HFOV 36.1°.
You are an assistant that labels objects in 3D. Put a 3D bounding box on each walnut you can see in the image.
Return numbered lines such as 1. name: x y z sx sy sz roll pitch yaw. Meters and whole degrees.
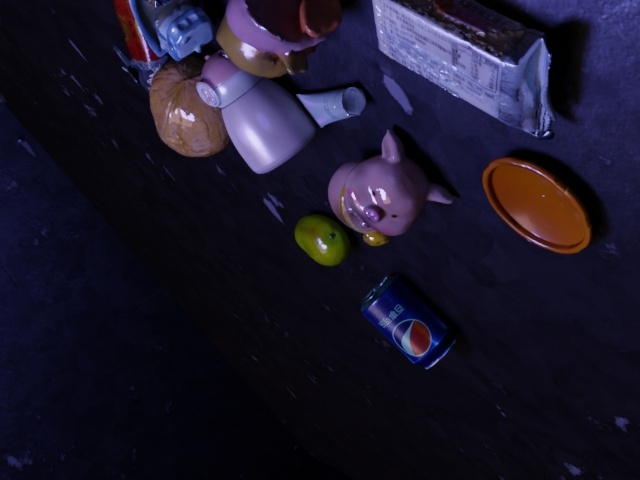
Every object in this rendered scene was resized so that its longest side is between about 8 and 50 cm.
1. walnut: -0.253 -0.271 1.981 0.193 0.193 0.225 37 161 19

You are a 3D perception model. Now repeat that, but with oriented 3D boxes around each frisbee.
1. frisbee: 0.330 -0.058 1.476 0.192 0.035 0.192 37 160 16

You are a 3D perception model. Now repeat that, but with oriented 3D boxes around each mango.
1. mango: -0.002 -0.004 2.168 0.163 0.089 0.117 24 152 46

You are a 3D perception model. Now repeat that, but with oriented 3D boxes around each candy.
1. candy: -0.366 -0.433 2.004 0.086 0.059 0.292 18 134 44

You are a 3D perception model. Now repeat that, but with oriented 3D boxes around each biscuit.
1. biscuit: 0.182 -0.255 1.301 0.309 0.079 0.186 33 160 27

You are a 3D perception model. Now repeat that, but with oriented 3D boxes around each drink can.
1. drink can: 0.190 0.175 2.118 0.205 0.118 0.118 43 161 -2

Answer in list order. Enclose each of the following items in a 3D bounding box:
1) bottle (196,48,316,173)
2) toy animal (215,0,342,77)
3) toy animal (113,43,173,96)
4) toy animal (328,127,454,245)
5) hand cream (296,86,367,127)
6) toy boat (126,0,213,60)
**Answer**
1. bottle: -0.130 -0.254 1.824 0.236 0.147 0.147 52 159 -15
2. toy animal: -0.069 -0.334 1.513 0.281 0.169 0.195 147 120 -75
3. toy animal: -0.367 -0.359 2.183 0.269 0.082 0.137 28 153 48
4. toy animal: 0.098 -0.079 1.742 0.165 0.149 0.248 37 157 -20
5. hand cream: 0.017 -0.235 1.720 0.078 0.050 0.205 50 164 -17
6. toy boat: -0.260 -0.428 1.711 0.133 0.145 0.332 50 168 16
